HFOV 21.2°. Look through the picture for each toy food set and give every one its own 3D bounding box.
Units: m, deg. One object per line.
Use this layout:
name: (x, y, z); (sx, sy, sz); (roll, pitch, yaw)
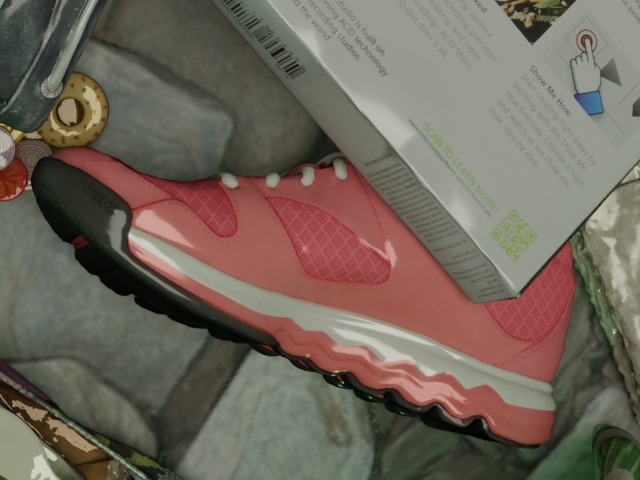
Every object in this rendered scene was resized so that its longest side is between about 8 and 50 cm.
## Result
toy food set: (-0.160, -0.064, 0.900); (0.083, 0.020, 0.082); (36, 88, -13)

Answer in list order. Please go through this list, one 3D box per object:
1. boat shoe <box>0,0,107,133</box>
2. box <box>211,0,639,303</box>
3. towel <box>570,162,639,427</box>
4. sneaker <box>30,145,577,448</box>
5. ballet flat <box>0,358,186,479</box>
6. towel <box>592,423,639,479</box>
boat shoe: (-0.104, -0.196, 0.856); (0.102, 0.108, 0.301); (30, 84, -25)
box: (0.117, -0.159, 0.885); (0.322, 0.058, 0.232); (-45, 102, -19)
towel: (0.262, 0.060, 0.985); (0.187, 0.049, 0.282); (-23, 101, -7)
sneaker: (0.000, 0.000, 0.909); (0.314, 0.116, 0.136); (24, 81, -19)
ballet flat: (-0.132, 0.130, 0.897); (0.221, 0.079, 0.077); (39, 87, -13)
towel: (0.159, 0.242, 0.853); (0.038, 0.325, 0.248); (-8, 98, 14)
